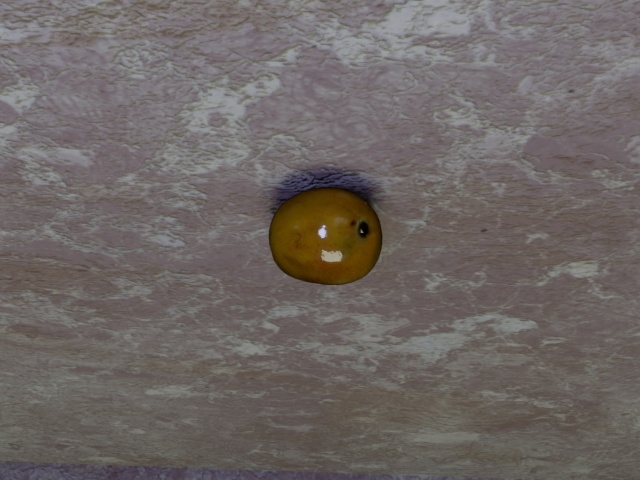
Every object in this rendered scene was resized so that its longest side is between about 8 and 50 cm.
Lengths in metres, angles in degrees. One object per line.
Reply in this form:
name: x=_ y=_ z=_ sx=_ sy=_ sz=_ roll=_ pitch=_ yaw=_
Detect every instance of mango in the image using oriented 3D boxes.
mango: x=0.005 y=0.001 z=1.156 sx=0.111 sy=0.089 sz=0.163 roll=12 pitch=167 yaw=5
